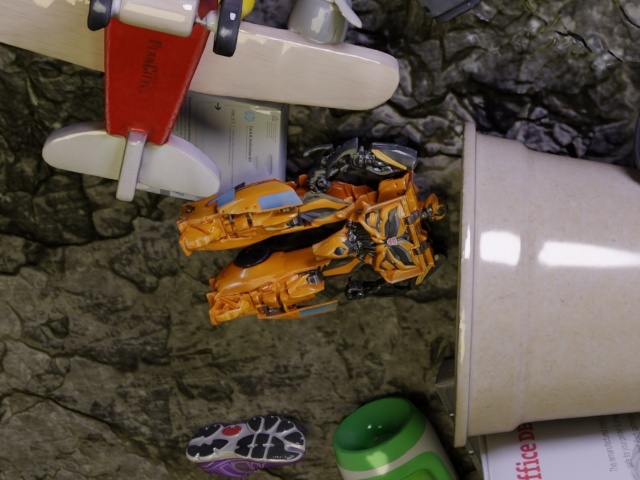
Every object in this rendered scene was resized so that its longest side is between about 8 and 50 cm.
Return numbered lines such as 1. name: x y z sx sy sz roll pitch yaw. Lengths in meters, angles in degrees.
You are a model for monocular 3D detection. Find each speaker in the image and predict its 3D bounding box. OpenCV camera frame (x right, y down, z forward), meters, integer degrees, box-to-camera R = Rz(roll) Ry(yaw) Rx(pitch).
1. speaker: 0.125 0.340 1.997 0.131 0.131 0.296 -15 116 27

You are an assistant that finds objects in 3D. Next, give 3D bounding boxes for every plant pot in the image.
1. plant pot: 0.292 0.049 1.657 0.306 0.334 0.333 2 124 4

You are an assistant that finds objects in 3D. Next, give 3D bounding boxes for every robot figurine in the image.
1. robot figurine: 0.000 0.000 1.809 0.291 0.085 0.211 -13 122 12

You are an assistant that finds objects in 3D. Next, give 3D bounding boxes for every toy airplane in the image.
1. toy airplane: -0.162 -0.222 1.653 0.384 0.272 0.386 -15 143 31

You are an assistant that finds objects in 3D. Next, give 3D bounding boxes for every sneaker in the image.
1. sneaker: -0.088 0.269 2.074 0.170 0.068 0.071 -6 136 32

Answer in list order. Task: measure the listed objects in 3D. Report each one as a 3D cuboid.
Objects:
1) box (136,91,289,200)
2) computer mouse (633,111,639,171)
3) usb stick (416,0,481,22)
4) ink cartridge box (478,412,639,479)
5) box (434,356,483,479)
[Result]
1. box: -0.131 -0.110 1.839 0.186 0.038 0.145 12 126 12
2. computer mouse: 0.413 -0.164 1.564 0.184 0.060 0.262 14 94 12
3. usb stick: 0.065 -0.340 1.614 0.077 0.045 0.278 -27 111 30
4. ink cartridge box: 0.371 0.266 1.694 0.395 0.285 0.166 -7 108 5
5. box: 0.274 0.202 1.897 0.231 0.056 0.183 -16 115 27
